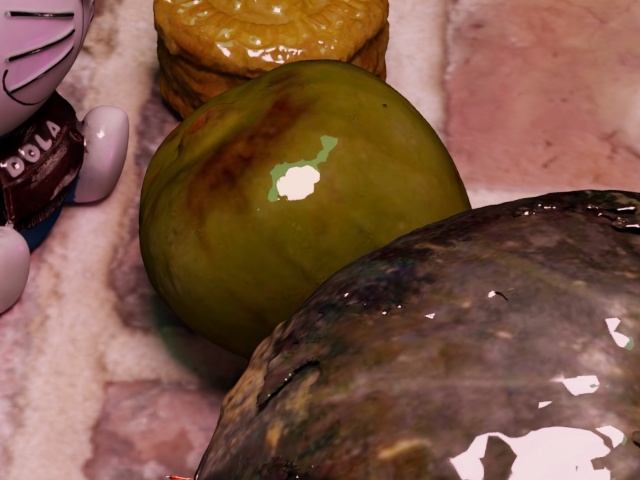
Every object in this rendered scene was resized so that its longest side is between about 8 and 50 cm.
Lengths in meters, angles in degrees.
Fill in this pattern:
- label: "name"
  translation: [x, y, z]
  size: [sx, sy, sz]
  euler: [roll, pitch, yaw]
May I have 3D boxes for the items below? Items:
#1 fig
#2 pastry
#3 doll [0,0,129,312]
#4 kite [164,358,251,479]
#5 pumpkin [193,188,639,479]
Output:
- label: "fig"
  translation: [0.000, 0.000, 1.279]
  size: [0.225, 0.203, 0.203]
  euler: [40, 38, -22]
- label: "pastry"
  translation: [-0.037, -0.156, 1.484]
  size: [0.189, 0.103, 0.189]
  euler: [2, 42, -2]
- label: "doll"
  translation: [-0.256, -0.133, 1.298]
  size: [0.240, 0.310, 0.284]
  euler: [9, 43, 9]
- label: "kite"
  translation: [-0.015, 0.153, 1.217]
  size: [0.189, 0.009, 0.232]
  euler: [1, 41, 0]
- label: "pumpkin"
  translation: [0.152, 0.174, 0.956]
  size: [0.454, 0.344, 0.454]
  euler: [0, 48, 0]
